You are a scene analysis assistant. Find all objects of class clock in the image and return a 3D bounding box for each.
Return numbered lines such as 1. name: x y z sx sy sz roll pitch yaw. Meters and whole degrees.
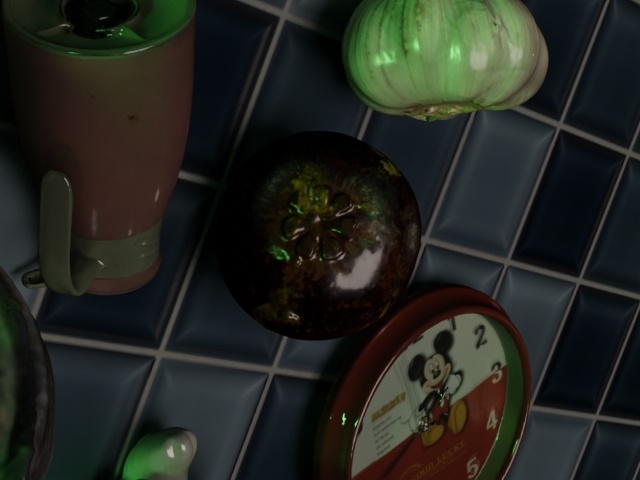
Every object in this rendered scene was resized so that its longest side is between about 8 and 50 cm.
1. clock: 0.109 0.199 1.893 0.318 0.080 0.318 -19 120 -38

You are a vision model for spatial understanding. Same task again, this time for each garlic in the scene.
1. garlic: 0.110 -0.227 1.626 0.199 0.199 0.226 2 79 -49

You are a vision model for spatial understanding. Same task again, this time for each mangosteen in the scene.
1. mangosteen: 0.000 0.000 1.606 0.192 0.192 0.217 -61 173 -6

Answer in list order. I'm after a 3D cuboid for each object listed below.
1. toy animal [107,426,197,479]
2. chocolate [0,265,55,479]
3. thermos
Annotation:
1. toy animal: -0.119 0.325 1.551 0.271 0.265 0.206 -36 135 -34
2. chocolate: -0.321 0.140 1.237 0.303 0.303 0.213 -56 165 -12
3. thermos: -0.178 -0.071 1.372 0.176 0.146 0.265 -59 159 -50
